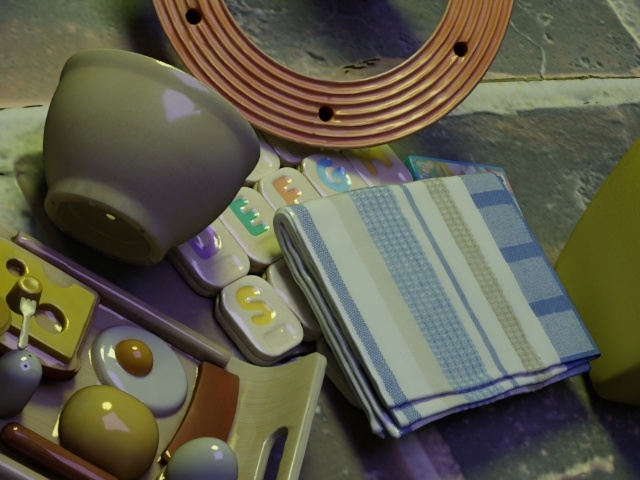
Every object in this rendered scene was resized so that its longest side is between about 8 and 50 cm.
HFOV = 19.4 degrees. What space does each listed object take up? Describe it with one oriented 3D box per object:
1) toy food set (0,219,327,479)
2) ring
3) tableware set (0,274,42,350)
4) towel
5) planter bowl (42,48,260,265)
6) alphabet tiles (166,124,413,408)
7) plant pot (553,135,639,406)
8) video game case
[{"bbox_3d":[-0.147,0.087,1.282,0.306,0.092,0.220,32,40,-15],"label":"toy food set"},{"bbox_3d":[0.010,-0.243,1.602,0.336,0.032,0.337,2,84,-17],"label":"ring"},{"bbox_3d":[-0.255,0.021,1.209,0.154,0.024,0.104,19,40,-14],"label":"tableware set"},{"bbox_3d":[0.099,0.045,1.541,0.285,0.034,0.209,-12,68,-46],"label":"towel"},{"bbox_3d":[-0.139,-0.051,1.380,0.162,0.162,0.109,32,65,-15],"label":"planter bowl"},{"bbox_3d":[0.000,0.000,1.536,0.278,0.021,0.284,51,42,11],"label":"alphabet tiles"},{"bbox_3d":[0.333,0.044,1.658,0.212,0.187,0.212,16,47,-39],"label":"plant pot"},{"bbox_3d":[0.147,-0.001,1.681,0.119,0.015,0.166,6,52,-38],"label":"video game case"}]
